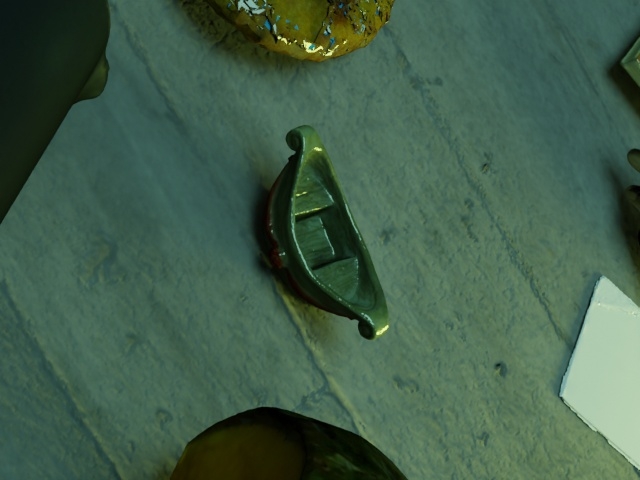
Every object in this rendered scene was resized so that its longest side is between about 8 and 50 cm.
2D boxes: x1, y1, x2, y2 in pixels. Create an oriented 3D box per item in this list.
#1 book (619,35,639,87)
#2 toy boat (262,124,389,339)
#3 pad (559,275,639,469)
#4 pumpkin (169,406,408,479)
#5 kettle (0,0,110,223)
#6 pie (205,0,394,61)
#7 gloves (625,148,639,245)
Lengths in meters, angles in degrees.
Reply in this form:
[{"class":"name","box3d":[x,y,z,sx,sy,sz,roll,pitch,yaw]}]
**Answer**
[{"class":"book","box3d":[0.475,-0.186,1.967,0.262,0.028,0.374,51,45,-11]},{"class":"toy boat","box3d":[-0.001,0.000,1.486,0.089,0.071,0.185,-21,88,-43]},{"class":"pad","box3d":[0.326,0.157,1.745,0.232,0.004,0.156,41,52,-21]},{"class":"pumpkin","box3d":[-0.024,0.279,1.242,0.225,0.256,0.303,38,68,-27]},{"class":"kettle","box3d":[-0.309,-0.098,1.202,0.262,0.203,0.308,27,51,0]},{"class":"pie","box3d":[-0.027,-0.271,1.568,0.273,0.069,0.273,14,67,-35]},{"class":"gloves","box3d":[0.376,-0.017,1.770,0.164,0.124,0.203,-48,117,-28]}]
